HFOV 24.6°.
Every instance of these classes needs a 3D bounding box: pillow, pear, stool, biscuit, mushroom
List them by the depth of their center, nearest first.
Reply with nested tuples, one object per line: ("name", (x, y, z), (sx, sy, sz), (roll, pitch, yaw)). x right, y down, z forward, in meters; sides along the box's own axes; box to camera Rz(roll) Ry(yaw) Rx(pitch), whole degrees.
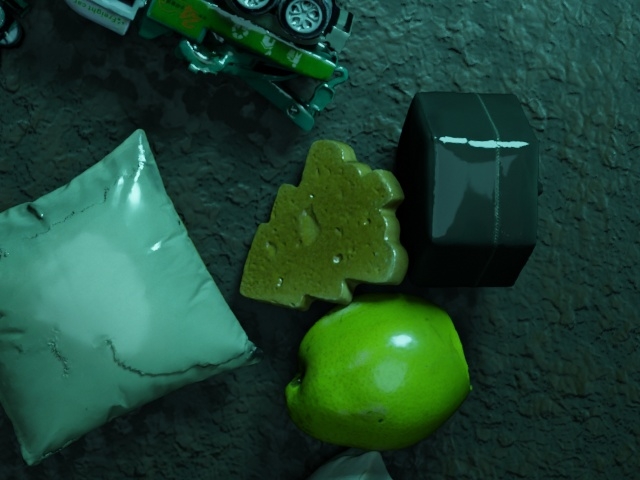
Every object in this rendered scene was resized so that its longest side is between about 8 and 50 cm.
("stool", (0.168, -0.059, 1.708), (0.141, 0.232, 0.232), (-1, 94, -8))
("pillow", (-0.272, 0.072, 1.722), (0.312, 0.119, 0.310), (-27, 93, -3))
("pear", (0.063, 0.155, 1.728), (0.220, 0.187, 0.187), (-13, 95, 0))
("biscuit", (0.000, 0.000, 1.743), (0.239, 0.041, 0.212), (-37, 63, 21))
("mushroom", (-0.031, 0.347, 1.776), (0.270, 0.103, 0.118), (-27, 96, 3))

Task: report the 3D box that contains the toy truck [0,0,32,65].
("toy truck", (-0.446, -0.230, 1.697), (0.216, 0.110, 0.116), (-44, 84, 0))

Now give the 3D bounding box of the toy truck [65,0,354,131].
("toy truck", (-0.122, -0.280, 1.683), (0.363, 0.176, 0.178), (28, 116, -9))
